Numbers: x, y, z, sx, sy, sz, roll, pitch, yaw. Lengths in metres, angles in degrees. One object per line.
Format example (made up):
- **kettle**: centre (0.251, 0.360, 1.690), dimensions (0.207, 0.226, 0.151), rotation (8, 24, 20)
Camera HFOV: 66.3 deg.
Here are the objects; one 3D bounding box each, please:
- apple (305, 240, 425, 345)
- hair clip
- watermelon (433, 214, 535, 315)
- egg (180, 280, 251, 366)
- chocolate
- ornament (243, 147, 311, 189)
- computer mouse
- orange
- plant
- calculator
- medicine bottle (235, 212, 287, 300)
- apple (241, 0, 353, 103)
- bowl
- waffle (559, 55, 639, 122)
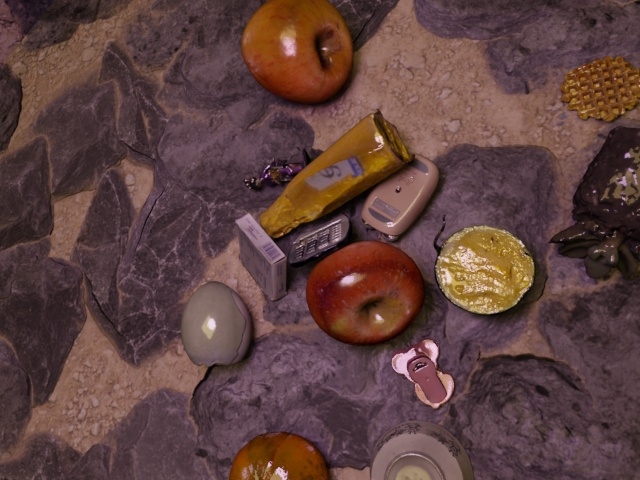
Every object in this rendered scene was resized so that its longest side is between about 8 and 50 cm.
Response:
- **apple**: centre (0.105, 0.121, 1.159), dimensions (0.272, 0.251, 0.206), rotation (-33, 25, 7)
- **hair clip**: centre (0.249, 0.315, 1.167), dimensions (0.123, 0.102, 0.138), rotation (-34, 100, 8)
- **watermelon**: centre (0.370, 0.072, 1.142), dimensions (0.232, 0.127, 0.204), rotation (16, 81, 20)
- **egg**: centre (-0.271, 0.214, 1.282), dimensions (0.183, 0.183, 0.217), rotation (-4, 82, 17)
- **chocolate**: centre (0.021, -0.139, 1.277), dimensions (0.445, 0.162, 0.162), rotation (-35, 66, 25)
- **ornament**: centre (-0.118, -0.188, 1.405), dimensions (0.203, 0.081, 0.088), rotation (-16, 69, 15)
- **computer mouse**: centre (0.208, -0.116, 1.274), dimensions (0.145, 0.082, 0.236), rotation (32, 87, 25)
- **orange**: centre (-0.100, 0.562, 1.133), dimensions (0.240, 0.171, 0.240), rotation (-5, 72, 16)
- **plant**: centre (0.649, -0.064, 1.047), dimensions (0.215, 0.213, 0.312), rotation (31, 96, 21)
- **calculator**: centre (0.000, 0.000, 1.235), dimensions (0.177, 0.268, 0.040), rotation (-26, 101, 11)
- **medicine bottle**: centre (-0.156, 0.050, 1.286), dimensions (0.052, 0.201, 0.171), rotation (-32, 63, -23)
- **apple**: centre (-0.070, -0.533, 1.378), dimensions (0.275, 0.299, 0.299), rotation (4, 75, 44)
- **bowl**: centre (0.213, 0.522, 1.069), dimensions (0.238, 0.126, 0.237), rotation (-4, 74, 16)
- **waffle**: centre (0.697, -0.375, 1.212), dimensions (0.191, 0.038, 0.191), rotation (-5, 74, 16)
